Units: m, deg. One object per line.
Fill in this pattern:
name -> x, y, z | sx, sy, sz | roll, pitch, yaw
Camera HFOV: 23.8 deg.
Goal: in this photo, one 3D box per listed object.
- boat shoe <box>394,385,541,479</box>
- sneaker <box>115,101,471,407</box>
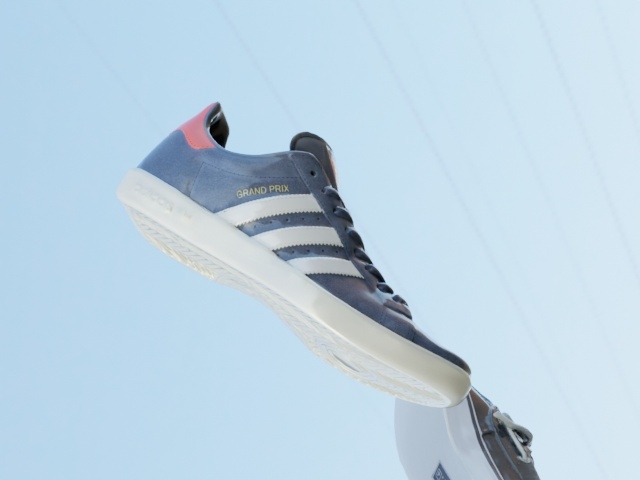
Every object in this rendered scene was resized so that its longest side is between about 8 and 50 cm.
boat shoe -> 0.159, 0.215, 1.469 | 0.105, 0.306, 0.113 | 10, -64, -24
sneaker -> 0.000, 0.000, 1.275 | 0.148, 0.350, 0.131 | -52, -16, -15
